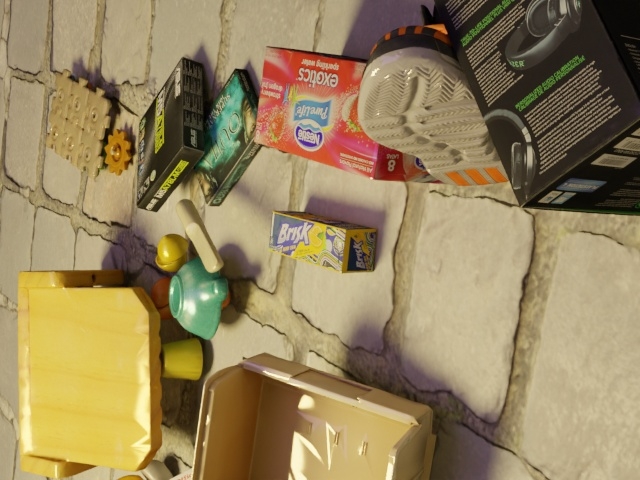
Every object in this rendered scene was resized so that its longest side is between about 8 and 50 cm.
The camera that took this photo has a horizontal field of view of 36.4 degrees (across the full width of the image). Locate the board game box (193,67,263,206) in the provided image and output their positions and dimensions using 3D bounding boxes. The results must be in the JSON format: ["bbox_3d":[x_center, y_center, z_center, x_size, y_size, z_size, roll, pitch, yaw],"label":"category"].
[{"bbox_3d":[-0.145,-0.156,1.504,0.186,0.026,0.126,-50,52,41],"label":"board game box"}]

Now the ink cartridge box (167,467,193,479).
[{"bbox_3d":[-0.163,0.389,1.438,0.180,0.104,0.060,63,180,44],"label":"ink cartridge box"}]

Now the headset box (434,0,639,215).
[{"bbox_3d":[0.234,-0.174,0.808,0.131,0.246,0.283,-40,59,43],"label":"headset box"}]

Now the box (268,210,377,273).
[{"bbox_3d":[0.000,0.000,1.285,0.169,0.054,0.059,16,102,53],"label":"box"}]

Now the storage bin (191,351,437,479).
[{"bbox_3d":[-0.014,0.298,1.170,0.262,0.123,0.260,14,103,29],"label":"storage bin"}]

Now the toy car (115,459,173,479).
[{"bbox_3d":[-0.288,0.470,1.620,0.182,0.159,0.136,24,144,52],"label":"toy car"}]

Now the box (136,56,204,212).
[{"bbox_3d":[-0.247,-0.171,1.592,0.184,0.045,0.190,-45,40,46],"label":"box"}]

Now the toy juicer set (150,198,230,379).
[{"bbox_3d":[-0.192,0.056,1.522,0.329,0.089,0.209,117,145,-45],"label":"toy juicer set"}]

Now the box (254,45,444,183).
[{"bbox_3d":[0.040,-0.155,1.173,0.257,0.123,0.128,24,110,51],"label":"box"}]

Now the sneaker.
[{"bbox_3d":[0.117,-0.175,0.936,0.125,0.321,0.180,-3,77,19],"label":"sneaker"}]

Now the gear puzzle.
[{"bbox_3d":[-0.442,-0.218,1.899,0.339,0.044,0.175,30,112,46],"label":"gear puzzle"}]

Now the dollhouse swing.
[{"bbox_3d":[-0.354,0.223,1.710,0.305,0.315,0.346,-2,89,19],"label":"dollhouse swing"}]

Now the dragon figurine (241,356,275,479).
[{"bbox_3d":[-0.055,0.307,1.331,0.144,0.085,0.289,16,105,51],"label":"dragon figurine"}]
